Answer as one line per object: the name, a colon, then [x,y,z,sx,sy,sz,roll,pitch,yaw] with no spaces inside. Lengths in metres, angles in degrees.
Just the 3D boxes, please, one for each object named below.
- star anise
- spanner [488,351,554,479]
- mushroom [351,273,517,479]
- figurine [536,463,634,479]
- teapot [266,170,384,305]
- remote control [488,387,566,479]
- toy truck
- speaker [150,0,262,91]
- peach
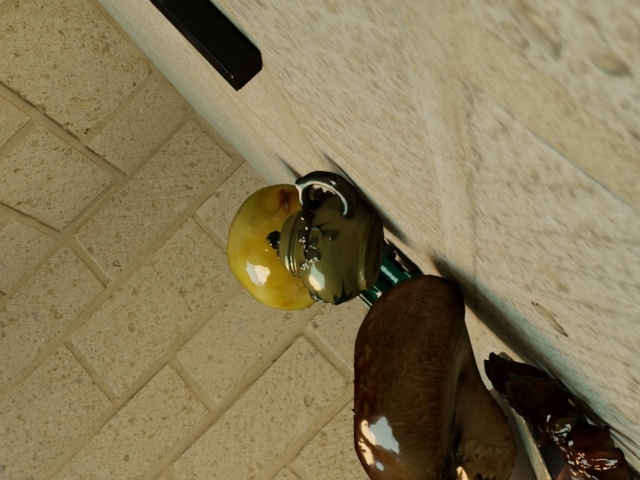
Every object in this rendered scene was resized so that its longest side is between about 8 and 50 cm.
star anise: [0.345,0.267,1.095,0.288,0.088,0.288,45,176,4]
spanner: [0.347,0.324,1.279,0.071,0.017,0.302,108,152,-52]
mushroom: [0.145,0.216,1.119,0.239,0.345,0.345,15,-178,-8]
figurine: [0.470,0.451,1.196,0.176,0.186,0.287,19,176,-31]
teapot: [0.000,0.000,1.222,0.182,0.173,0.269,7,133,19]
remote control: [0.372,0.379,1.421,0.332,0.103,0.221,-1,-117,-58]
toy truck: [0.130,0.091,1.455,0.110,0.116,0.216,44,178,19]
speaker: [-0.162,-0.277,0.908,0.218,0.044,0.082,45,178,-2]
peach: [-0.084,0.012,1.904,0.315,0.314,0.281,50,-169,-48]
